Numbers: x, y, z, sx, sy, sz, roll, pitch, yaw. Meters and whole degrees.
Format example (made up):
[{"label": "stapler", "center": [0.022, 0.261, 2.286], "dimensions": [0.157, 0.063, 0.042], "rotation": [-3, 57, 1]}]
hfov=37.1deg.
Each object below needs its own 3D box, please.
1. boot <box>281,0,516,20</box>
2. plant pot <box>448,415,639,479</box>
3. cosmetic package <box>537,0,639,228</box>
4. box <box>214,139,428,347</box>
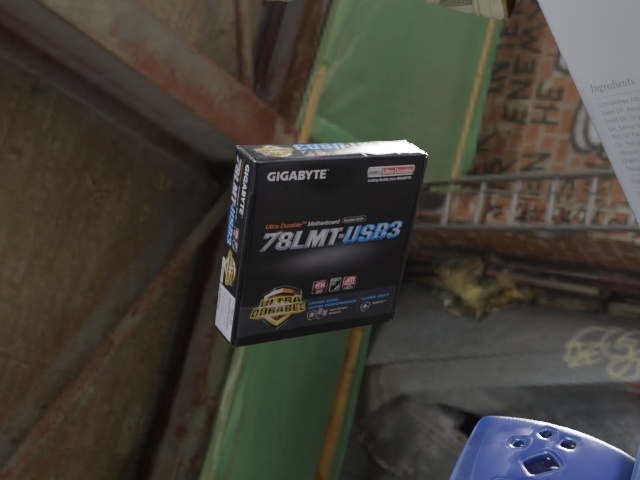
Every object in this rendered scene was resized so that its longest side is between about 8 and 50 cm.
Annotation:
[{"label": "boot", "center": [0.014, -0.183, 0.481], "dimensions": [0.213, 0.165, 0.077], "rotation": [51, -131, -67]}, {"label": "plant pot", "center": [0.246, 0.324, 0.906], "dimensions": [0.236, 0.212, 0.236], "rotation": [-49, -57, -49]}, {"label": "cosmetic package", "center": [0.355, -0.221, 0.887], "dimensions": [0.230, 0.161, 0.453], "rotation": [-35, -75, -22]}, {"label": "box", "center": [0.000, 0.000, 1.420], "dimensions": [0.296, 0.073, 0.293], "rotation": [-5, -61, -31]}]
